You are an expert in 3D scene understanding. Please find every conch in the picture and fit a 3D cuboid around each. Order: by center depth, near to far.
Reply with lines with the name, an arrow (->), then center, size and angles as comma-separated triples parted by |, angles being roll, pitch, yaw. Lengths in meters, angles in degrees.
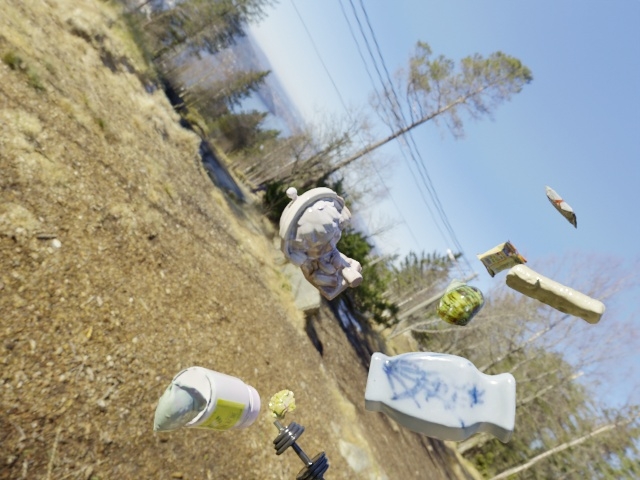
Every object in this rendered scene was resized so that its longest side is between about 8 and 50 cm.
conch -> 0.509, 0.219, 1.633 | 0.181, 0.187, 0.124 | -121, -147, -71

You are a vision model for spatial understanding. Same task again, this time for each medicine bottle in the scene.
medicine bottle -> -0.408, 0.633, 1.753 | 0.378, 0.213, 0.213 | 47, 15, -56

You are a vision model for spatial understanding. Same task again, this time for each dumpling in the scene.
dumpling -> -0.452, 0.526, 1.422 | 0.105, 0.216, 0.149 | 31, 25, 25

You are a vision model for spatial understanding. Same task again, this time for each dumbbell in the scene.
dumbbell -> -0.050, 0.545, 1.138 | 0.208, 0.099, 0.099 | 47, 4, 12

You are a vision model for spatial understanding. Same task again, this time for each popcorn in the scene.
popcorn -> -0.147, 0.626, 1.701 | 0.089, 0.097, 0.109 | 29, 64, -28

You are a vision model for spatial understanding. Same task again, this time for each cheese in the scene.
cheese -> 0.487, 0.113, 0.934 | 0.194, 0.043, 0.065 | 28, -34, 26

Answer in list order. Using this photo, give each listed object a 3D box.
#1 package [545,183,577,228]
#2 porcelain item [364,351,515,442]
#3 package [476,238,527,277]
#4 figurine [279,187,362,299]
package -> 0.439, -0.065, 0.818 | 0.110, 0.015, 0.037 | -98, 162, -54
porcelain item -> 0.342, 0.450, 1.305 | 0.178, 0.405, 0.242 | 68, 32, -59
package -> 0.567, 0.059, 1.401 | 0.108, 0.121, 0.031 | 43, 38, -20
figurine -> -0.003, -0.002, 0.881 | 0.141, 0.162, 0.236 | 31, -31, 43
